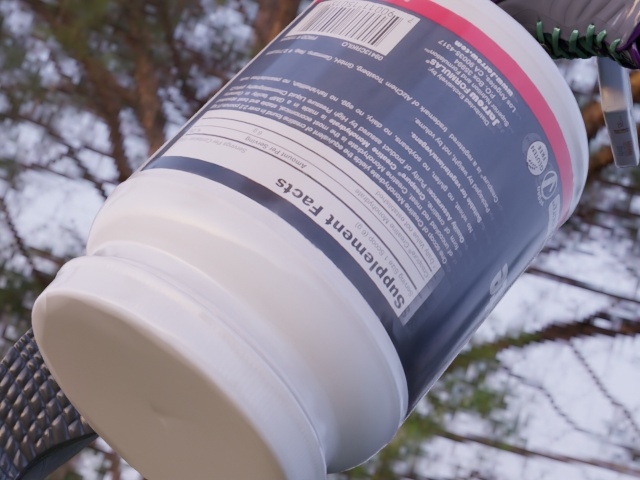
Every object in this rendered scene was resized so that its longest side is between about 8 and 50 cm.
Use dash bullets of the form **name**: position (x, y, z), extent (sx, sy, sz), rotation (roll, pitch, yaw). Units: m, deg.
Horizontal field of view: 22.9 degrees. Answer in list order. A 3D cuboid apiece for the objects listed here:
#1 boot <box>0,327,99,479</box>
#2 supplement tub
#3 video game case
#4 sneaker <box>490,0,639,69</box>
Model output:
- **boot**: position (-0.212, 0.133, 1.054), extent (0.083, 0.246, 0.161), rotation (50, -30, 0)
- **supplement tub**: position (0.000, 0.000, 0.840), extent (0.191, 0.272, 0.191), rotation (30, -31, 21)
- **video game case**: position (0.263, -0.198, 1.443), extent (0.026, 0.227, 0.206), rotation (-7, -12, 13)
- **sneaker**: position (0.221, -0.175, 1.284), extent (0.224, 0.098, 0.083), rotation (-15, -34, 30)
